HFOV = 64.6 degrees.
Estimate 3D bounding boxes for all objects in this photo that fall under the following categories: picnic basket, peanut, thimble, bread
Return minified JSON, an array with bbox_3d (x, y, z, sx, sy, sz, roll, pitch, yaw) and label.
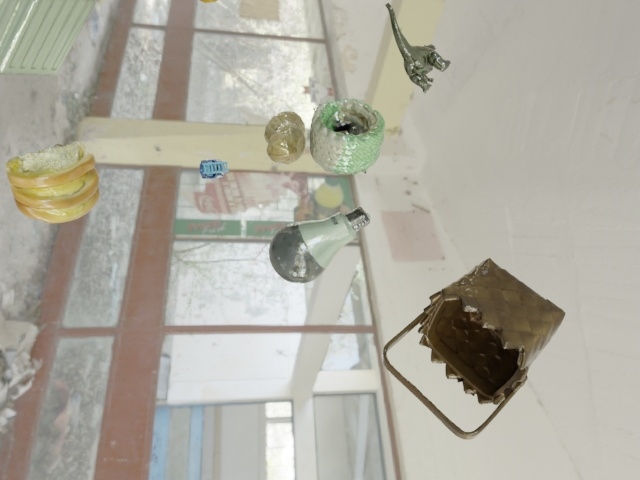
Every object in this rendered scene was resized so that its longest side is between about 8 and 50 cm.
[{"bbox_3d":[0.321,0.232,1.088,0.254,0.321,0.291,43,-25,26],"label":"picnic basket"},{"bbox_3d":[-0.114,-0.328,1.617,0.298,0.136,0.120,-97,167,-59],"label":"peanut"},{"bbox_3d":[0.068,-0.294,1.437,0.150,0.219,0.219,98,-12,-49],"label":"thimble"},{"bbox_3d":[-0.952,-0.203,1.852,0.316,0.211,0.270,-34,131,-48],"label":"bread"}]

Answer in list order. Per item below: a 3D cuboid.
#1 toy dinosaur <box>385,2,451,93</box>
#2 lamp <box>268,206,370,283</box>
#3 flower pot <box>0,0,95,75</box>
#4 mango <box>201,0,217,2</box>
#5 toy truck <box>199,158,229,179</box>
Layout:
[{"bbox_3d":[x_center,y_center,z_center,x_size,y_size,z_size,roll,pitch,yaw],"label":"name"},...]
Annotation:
[{"bbox_3d":[0.194,-0.414,1.106,0.087,0.179,0.187,-48,-179,22],"label":"toy dinosaur"},{"bbox_3d":[-0.013,-0.009,1.486,0.314,0.182,0.182,-43,-163,3],"label":"lamp"},{"bbox_3d":[-0.535,-0.428,0.880,0.189,0.209,0.239,-46,-126,26],"label":"flower pot"},{"bbox_3d":[-0.248,-0.593,1.049,0.090,0.115,0.178,-65,175,-48],"label":"mango"},{"bbox_3d":[-0.286,-0.197,1.383,0.090,0.073,0.056,5,-80,56],"label":"toy truck"}]
